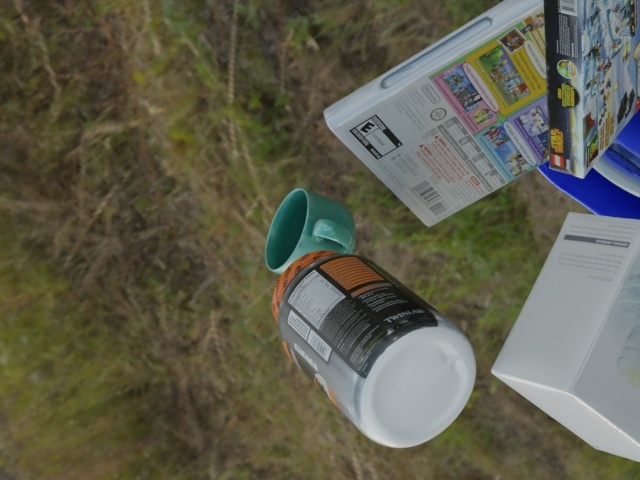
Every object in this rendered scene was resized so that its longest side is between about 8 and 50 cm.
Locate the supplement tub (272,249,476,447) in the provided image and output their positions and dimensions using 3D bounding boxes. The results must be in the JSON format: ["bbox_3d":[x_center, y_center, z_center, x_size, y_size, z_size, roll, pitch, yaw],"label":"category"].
[{"bbox_3d":[0.038,0.084,0.960,0.190,0.117,0.117,39,152,56],"label":"supplement tub"}]

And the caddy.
[{"bbox_3d":[0.440,-0.134,1.557,0.341,0.179,0.241,37,142,11],"label":"caddy"}]

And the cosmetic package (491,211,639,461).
[{"bbox_3d":[0.360,0.121,1.334,0.224,0.225,0.138,36,167,-31],"label":"cosmetic package"}]

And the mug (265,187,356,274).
[{"bbox_3d":[-0.005,0.005,1.609,0.097,0.158,0.129,21,111,-24],"label":"mug"}]

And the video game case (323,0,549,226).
[{"bbox_3d":[0.129,-0.101,0.902,0.212,0.193,0.023,39,-154,-56],"label":"video game case"}]

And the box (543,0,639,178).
[{"bbox_3d":[0.168,-0.118,0.671,0.027,0.094,0.137,23,143,32],"label":"box"}]
